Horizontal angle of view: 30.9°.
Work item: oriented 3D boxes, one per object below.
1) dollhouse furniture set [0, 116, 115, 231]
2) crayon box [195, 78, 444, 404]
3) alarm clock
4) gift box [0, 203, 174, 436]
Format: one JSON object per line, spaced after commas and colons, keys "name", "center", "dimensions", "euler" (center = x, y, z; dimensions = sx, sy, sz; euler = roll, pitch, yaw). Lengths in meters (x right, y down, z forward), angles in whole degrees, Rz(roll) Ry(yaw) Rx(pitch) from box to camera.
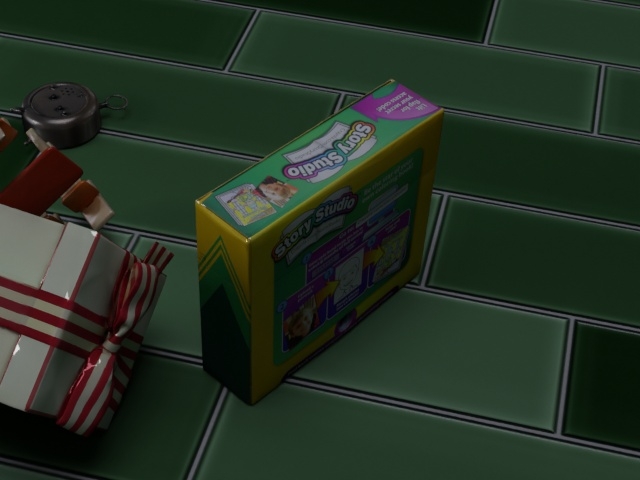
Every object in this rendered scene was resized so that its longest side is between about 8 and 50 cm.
{"name": "dollhouse furniture set", "center": [-0.449, -0.028, 1.632], "dimensions": [0.259, 0.262, 0.135], "euler": [-44, 55, 3]}
{"name": "crayon box", "center": [0.000, 0.000, 1.553], "dimensions": [0.106, 0.313, 0.363], "euler": [34, 51, 29]}
{"name": "alarm clock", "center": [-0.420, -0.220, 1.956], "dimensions": [0.192, 0.064, 0.129], "euler": [-14, 46, -21]}
{"name": "gift box", "center": [-0.342, 0.089, 1.465], "dimensions": [0.258, 0.276, 0.255], "euler": [17, 85, 19]}
